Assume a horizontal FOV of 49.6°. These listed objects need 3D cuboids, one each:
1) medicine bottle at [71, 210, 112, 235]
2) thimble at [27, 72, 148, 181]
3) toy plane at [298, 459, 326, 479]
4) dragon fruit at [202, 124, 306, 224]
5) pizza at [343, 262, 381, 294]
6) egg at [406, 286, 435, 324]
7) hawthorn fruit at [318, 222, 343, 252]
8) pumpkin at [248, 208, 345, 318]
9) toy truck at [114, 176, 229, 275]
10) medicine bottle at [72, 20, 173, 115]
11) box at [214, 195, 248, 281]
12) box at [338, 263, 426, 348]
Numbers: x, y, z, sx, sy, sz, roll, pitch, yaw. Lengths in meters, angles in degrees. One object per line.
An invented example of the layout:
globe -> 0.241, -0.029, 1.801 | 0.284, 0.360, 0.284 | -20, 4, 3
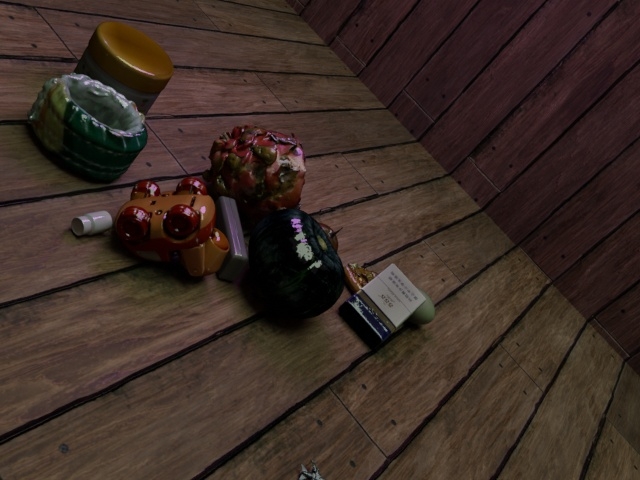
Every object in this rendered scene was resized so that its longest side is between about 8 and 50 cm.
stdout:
medicine bottle -> -0.543, -0.040, 1.646 | 0.052, 0.052, 0.089 | 49, 29, 12
thimble -> -0.603, -0.298, 1.806 | 0.288, 0.167, 0.254 | 30, 30, -24
toy plane -> -0.012, 0.533, 1.551 | 0.083, 0.031, 0.078 | 29, 47, -19
dragon fruit -> -0.218, -0.199, 2.064 | 0.263, 0.296, 0.314 | 6, 5, -24
pizza -> 0.171, 0.144, 2.269 | 0.226, 0.069, 0.147 | 19, 34, -36
egg -> 0.314, 0.217, 2.297 | 0.152, 0.114, 0.114 | 38, 29, -8
hawthorn fruit -> -0.003, 0.012, 2.131 | 0.149, 0.189, 0.149 | 63, 7, -14
pumpkin -> -0.076, 0.072, 1.892 | 0.315, 0.238, 0.315 | 56, 6, -10
toy truck -> -0.367, -0.014, 1.731 | 0.265, 0.239, 0.189 | -3, 34, 4
medicine bottle -> -0.580, -0.465, 1.994 | 0.238, 0.232, 0.238 | 31, 29, -20
box -> -0.257, -0.008, 1.904 | 0.055, 0.103, 0.244 | 15, 38, -31
box -> 0.193, 0.199, 2.140 | 0.168, 0.071, 0.259 | 49, 49, 9
